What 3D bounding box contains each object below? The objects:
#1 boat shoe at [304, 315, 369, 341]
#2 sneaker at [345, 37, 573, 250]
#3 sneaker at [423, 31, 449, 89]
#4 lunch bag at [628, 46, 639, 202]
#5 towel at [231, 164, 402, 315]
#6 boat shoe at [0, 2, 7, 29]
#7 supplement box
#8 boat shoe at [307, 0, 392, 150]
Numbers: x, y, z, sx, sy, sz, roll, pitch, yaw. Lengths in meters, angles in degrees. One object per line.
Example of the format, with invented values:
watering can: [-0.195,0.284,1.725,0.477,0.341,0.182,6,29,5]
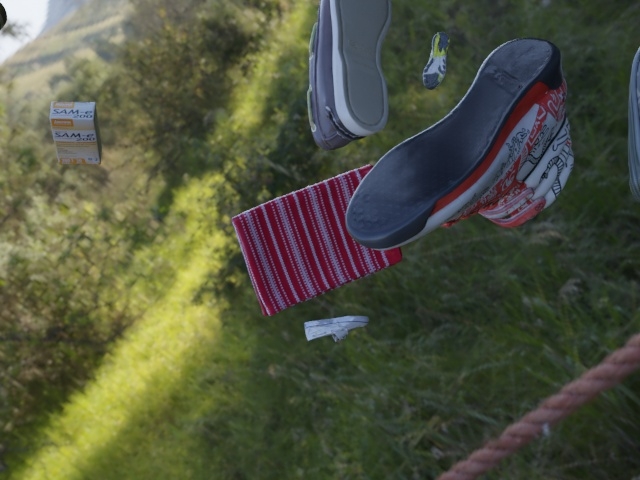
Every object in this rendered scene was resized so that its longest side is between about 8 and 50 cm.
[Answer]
boat shoe: [0.026,0.137,1.398,0.035,0.100,0.035,113,150,-76]
sneaker: [0.139,-0.047,0.814,0.090,0.145,0.270,20,57,40]
sneaker: [0.171,-0.258,1.326,0.035,0.031,0.083,-7,-67,-79]
lunch bag: [0.426,-0.075,0.831,0.212,0.305,0.256,-33,66,39]
towel: [0.000,0.000,1.605,0.275,0.199,0.031,-22,20,-14]
boat shoe: [-0.472,-0.285,1.035,0.080,0.223,0.073,-44,25,53]
supplement box: [-0.350,-0.153,1.313,0.098,0.062,0.036,97,170,-53]
boat shoe: [0.035,-0.282,1.319,0.097,0.117,0.324,-26,55,45]
